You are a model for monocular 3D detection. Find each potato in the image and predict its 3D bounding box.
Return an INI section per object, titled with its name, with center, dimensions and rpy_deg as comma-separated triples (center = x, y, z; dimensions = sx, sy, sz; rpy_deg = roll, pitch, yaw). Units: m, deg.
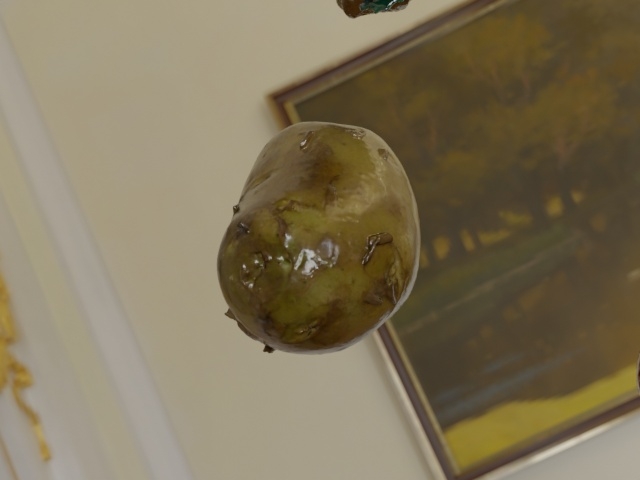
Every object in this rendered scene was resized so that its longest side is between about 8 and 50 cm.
[potato]
center = 0.000, 0.000, 0.864
dimensions = 0.137, 0.137, 0.176
rpy_deg = -36, 24, 43

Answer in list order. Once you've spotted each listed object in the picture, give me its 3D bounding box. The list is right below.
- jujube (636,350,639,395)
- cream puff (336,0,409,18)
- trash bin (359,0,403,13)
[jujube]
center = 0.292, 0.100, 0.854
dimensions = 0.176, 0.109, 0.112
rpy_deg = 11, -14, 35
[cream puff]
center = 0.046, -0.203, 0.982
dimensions = 0.083, 0.083, 0.058
rpy_deg = 17, 4, -20
[trash bin]
center = -0.028, -0.364, 0.830
dimensions = 0.259, 0.295, 0.381
rpy_deg = -39, -53, -1
